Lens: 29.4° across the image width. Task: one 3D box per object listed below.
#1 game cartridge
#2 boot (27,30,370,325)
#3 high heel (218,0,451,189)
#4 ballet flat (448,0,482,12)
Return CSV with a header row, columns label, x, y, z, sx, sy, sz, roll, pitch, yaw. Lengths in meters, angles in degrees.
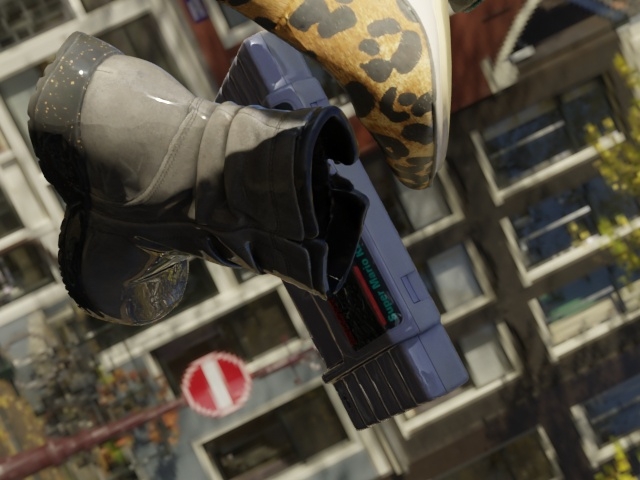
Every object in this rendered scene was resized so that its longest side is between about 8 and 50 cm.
label,x,y,z,sx,sy,sz,roll,pitch,yaw
game cartridge,0.000,0.000,1.139,0.355,0.068,0.230,63,-16,8
boot,-0.080,0.000,0.913,0.222,0.118,0.338,19,-25,12
high heel,-0.028,-0.119,0.646,0.261,0.186,0.093,75,14,-45
ballet flat,0.124,-0.223,0.977,0.052,0.057,0.168,30,-5,-10
